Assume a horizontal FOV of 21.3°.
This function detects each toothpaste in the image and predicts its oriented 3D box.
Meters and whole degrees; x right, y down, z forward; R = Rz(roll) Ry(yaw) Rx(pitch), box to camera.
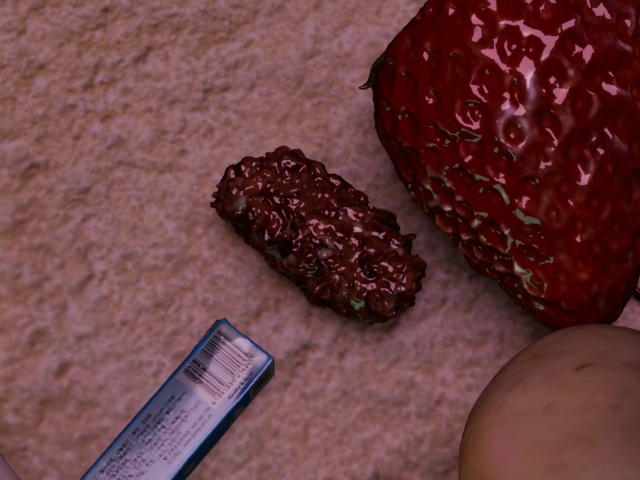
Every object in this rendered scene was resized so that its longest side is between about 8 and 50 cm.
[{"bbox_3d":[-0.146,0.187,1.471,0.065,0.050,0.266,37,74,12],"label":"toothpaste"}]

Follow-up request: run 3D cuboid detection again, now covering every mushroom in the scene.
[{"bbox_3d":[0.222,0.233,1.322,0.353,0.353,0.325,18,86,6],"label":"mushroom"}]

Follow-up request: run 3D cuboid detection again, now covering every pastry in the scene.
[{"bbox_3d":[0.001,-0.001,1.517,0.208,0.097,0.115,37,70,15],"label":"pastry"}]

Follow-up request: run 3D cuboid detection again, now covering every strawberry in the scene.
[{"bbox_3d":[0.197,-0.102,1.463,0.310,0.292,0.292,42,75,2],"label":"strawberry"}]

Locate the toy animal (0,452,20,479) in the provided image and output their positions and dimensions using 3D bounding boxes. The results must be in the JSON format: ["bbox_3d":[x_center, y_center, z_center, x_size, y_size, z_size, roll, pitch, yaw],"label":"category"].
[{"bbox_3d":[-0.387,0.211,1.397,0.249,0.174,0.289,-32,74,-12],"label":"toy animal"}]

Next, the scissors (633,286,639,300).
[{"bbox_3d":[0.359,0.104,1.523,0.144,0.017,0.247,-9,72,-4],"label":"scissors"}]
